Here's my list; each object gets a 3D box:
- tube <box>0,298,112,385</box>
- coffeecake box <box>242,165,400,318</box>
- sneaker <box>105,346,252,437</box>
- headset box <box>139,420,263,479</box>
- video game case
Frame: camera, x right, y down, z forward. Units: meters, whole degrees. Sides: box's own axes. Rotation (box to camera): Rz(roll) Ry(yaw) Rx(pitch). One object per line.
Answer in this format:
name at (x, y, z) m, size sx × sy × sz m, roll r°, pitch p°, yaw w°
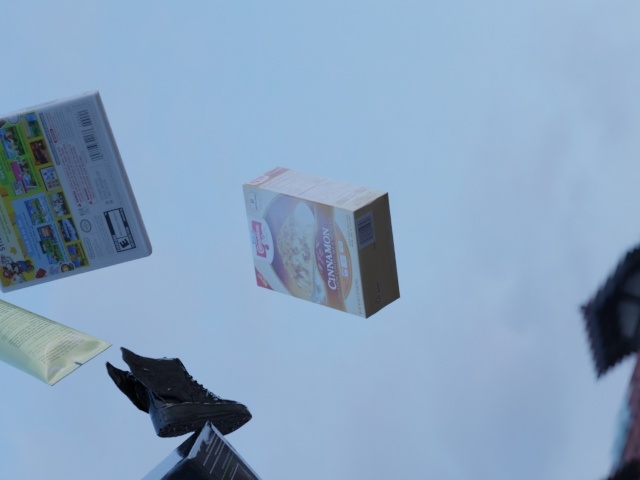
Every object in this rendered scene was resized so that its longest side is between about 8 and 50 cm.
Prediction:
tube at (-0.346, 0.101, 1.866) m, size 0.062 × 0.240 × 0.070 m, roll 39°, pitch -108°, yaw -55°
coffeecake box at (0.000, 0.000, 2.066) m, size 0.068 × 0.185 × 0.142 m, roll -29°, pitch -59°, yaw -39°
sneaker at (-0.142, 0.154, 1.740) m, size 0.051 × 0.089 × 0.170 m, roll -40°, pitch -24°, yaw 26°
headset box at (-0.093, 0.337, 1.361) m, size 0.246 × 0.283 × 0.131 m, roll -40°, pitch 4°, yaw 7°
video game case at (-0.344, -0.060, 2.154) m, size 0.026 × 0.206 × 0.227 m, roll -86°, pitch -19°, yaw -68°
